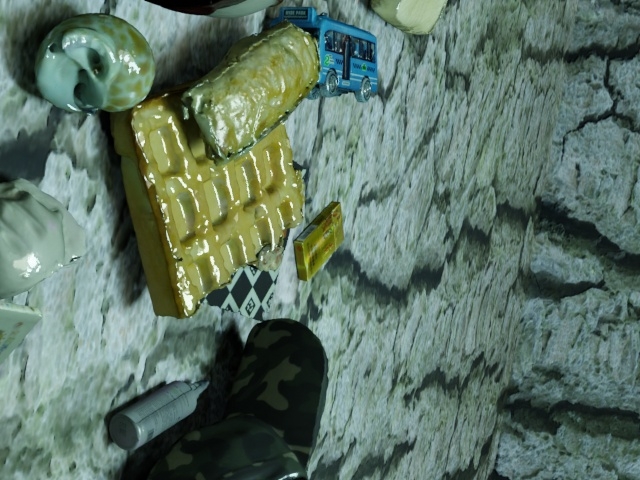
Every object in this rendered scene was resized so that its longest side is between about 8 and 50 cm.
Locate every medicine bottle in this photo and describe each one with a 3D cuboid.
[{"bbox_3d":[-0.223,0.242,1.355,0.199,0.057,0.058,-27,124,-58],"label":"medicine bottle"}]

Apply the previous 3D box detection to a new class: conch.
[{"bbox_3d":[-0.254,-0.204,1.065,0.173,0.106,0.116,-5,126,-44],"label":"conch"}]

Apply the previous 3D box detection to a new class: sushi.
[{"bbox_3d":[-0.090,-0.014,1.523,0.264,0.050,0.290,32,73,-62],"label":"sushi"}]

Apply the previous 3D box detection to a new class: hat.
[{"bbox_3d":[-0.150,0.290,1.389,0.257,0.366,0.382,15,58,-37],"label":"hat"}]

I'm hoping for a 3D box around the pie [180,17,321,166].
[{"bbox_3d":[-0.089,-0.210,1.272,0.282,0.068,0.128,-47,126,-41],"label":"pie"}]

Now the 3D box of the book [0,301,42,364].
[{"bbox_3d":[-0.418,0.120,0.844,0.208,0.020,0.295,-47,155,9],"label":"book"}]

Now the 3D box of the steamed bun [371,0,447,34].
[{"bbox_3d":[0.178,-0.513,1.785,0.212,0.110,0.231,-65,159,11],"label":"steamed bun"}]

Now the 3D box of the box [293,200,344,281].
[{"bbox_3d":[0.000,0.000,1.739,0.156,0.022,0.089,-46,140,-48],"label":"box"}]

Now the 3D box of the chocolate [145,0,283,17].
[{"bbox_3d":[-0.132,-0.386,1.098,0.186,0.283,0.283,10,92,-85],"label":"chocolate"}]

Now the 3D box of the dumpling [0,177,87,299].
[{"bbox_3d":[-0.338,-0.003,0.989,0.188,0.108,0.127,-27,102,-38],"label":"dumpling"}]

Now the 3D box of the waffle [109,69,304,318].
[{"bbox_3d":[-0.145,-0.095,1.313,0.348,0.077,0.304,-38,124,-52],"label":"waffle"}]

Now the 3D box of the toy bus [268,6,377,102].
[{"bbox_3d":[0.003,-0.298,1.520,0.246,0.113,0.134,-9,104,-64],"label":"toy bus"}]
